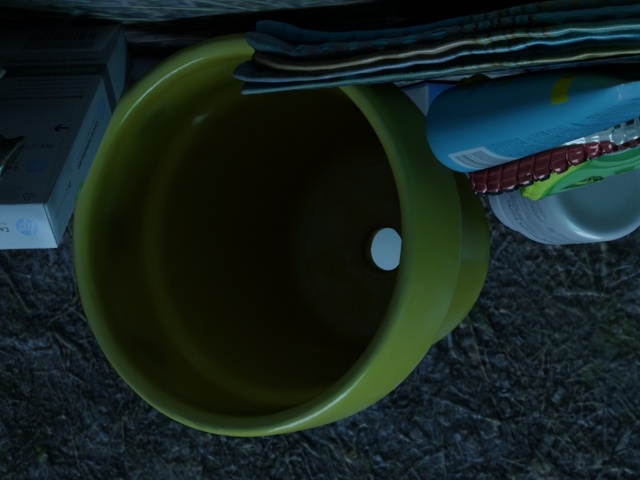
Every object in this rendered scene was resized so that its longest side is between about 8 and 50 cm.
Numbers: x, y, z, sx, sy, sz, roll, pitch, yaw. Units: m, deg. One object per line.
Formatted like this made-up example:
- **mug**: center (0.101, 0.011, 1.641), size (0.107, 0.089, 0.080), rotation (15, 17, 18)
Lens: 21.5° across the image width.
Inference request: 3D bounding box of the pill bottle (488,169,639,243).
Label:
- **pill bottle**: center (0.271, -0.061, 1.877), size (0.131, 0.131, 0.229), rotation (0, 179, -13)

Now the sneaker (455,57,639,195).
- **sneaker**: center (0.185, -0.103, 1.094), size (0.225, 0.092, 0.088), rotation (-20, -178, 24)

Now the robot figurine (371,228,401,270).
- **robot figurine**: center (0.006, -0.025, 1.814), size (0.300, 0.199, 0.353), rotation (-39, -168, -18)

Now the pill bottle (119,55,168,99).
- **pill bottle**: center (-0.097, -0.077, 1.274), size (0.216, 0.121, 0.121), rotation (1, 178, -45)

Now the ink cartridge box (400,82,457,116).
- **ink cartridge box**: center (0.130, -0.108, 1.486), size (0.122, 0.052, 0.088), rotation (-1, 179, -22)

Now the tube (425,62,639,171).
- **tube**: center (0.132, -0.073, 0.921), size (0.080, 0.052, 0.207), rotation (-18, -176, -28)

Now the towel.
- **towel**: center (0.175, -0.118, 0.905), size (0.370, 0.040, 0.271), rotation (-3, -174, 25)

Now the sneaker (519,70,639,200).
- **sneaker**: center (0.221, -0.085, 1.287), size (0.124, 0.109, 0.295), rotation (3, 178, -6)

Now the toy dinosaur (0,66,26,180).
- **toy dinosaur**: center (-0.246, -0.082, 0.888), size (0.160, 0.121, 0.313), rotation (32, 166, 4)

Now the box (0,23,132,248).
- **box**: center (-0.209, -0.067, 1.048), size (0.145, 0.038, 0.186), rotation (-1, -141, 12)

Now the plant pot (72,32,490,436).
- **plant pot**: center (0.000, 0.000, 1.154), size (0.254, 0.254, 0.239), rotation (-1, 177, 28)
